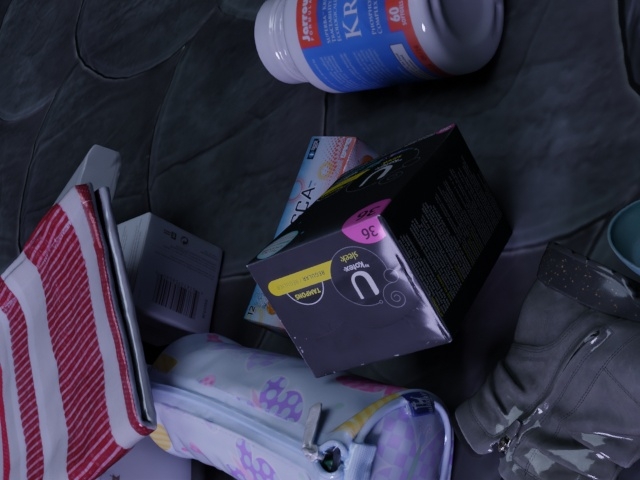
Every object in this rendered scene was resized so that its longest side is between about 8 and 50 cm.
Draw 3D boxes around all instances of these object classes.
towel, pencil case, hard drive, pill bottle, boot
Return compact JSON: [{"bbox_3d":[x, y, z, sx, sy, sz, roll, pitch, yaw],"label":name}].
[{"bbox_3d":[-0.262,0.127,0.822,0.329,0.037,0.237,-40,57,37],"label":"towel"},{"bbox_3d":[-0.028,0.147,0.705,0.273,0.124,0.113,8,96,49],"label":"pencil case"},{"bbox_3d":[-0.303,0.037,1.030,0.307,0.040,0.203,-31,45,59],"label":"hard drive"},{"bbox_3d":[0.044,-0.200,0.829,0.221,0.124,0.124,-1,68,45],"label":"pill bottle"},{"bbox_3d":[0.192,0.113,0.547,0.246,0.083,0.161,33,100,55],"label":"boot"}]

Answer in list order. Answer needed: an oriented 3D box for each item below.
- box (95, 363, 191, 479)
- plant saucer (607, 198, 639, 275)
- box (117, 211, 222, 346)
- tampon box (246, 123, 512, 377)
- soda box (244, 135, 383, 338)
[{"bbox_3d":[-0.202,0.206,0.853,0.170,0.091,0.130,-37,45,40],"label":"box"},{"bbox_3d":[0.238,0.003,0.553,0.119,0.021,0.119,-8,29,5],"label":"plant saucer"},{"bbox_3d":[-0.170,0.043,0.925,0.087,0.101,0.102,-17,55,40],"label":"box"},{"bbox_3d":[0.049,0.006,0.664,0.120,0.101,0.161,-22,15,35],"label":"tampon box"},{"bbox_3d":[0.000,0.000,0.810,0.063,0.058,0.183,8,74,48],"label":"soda box"}]
